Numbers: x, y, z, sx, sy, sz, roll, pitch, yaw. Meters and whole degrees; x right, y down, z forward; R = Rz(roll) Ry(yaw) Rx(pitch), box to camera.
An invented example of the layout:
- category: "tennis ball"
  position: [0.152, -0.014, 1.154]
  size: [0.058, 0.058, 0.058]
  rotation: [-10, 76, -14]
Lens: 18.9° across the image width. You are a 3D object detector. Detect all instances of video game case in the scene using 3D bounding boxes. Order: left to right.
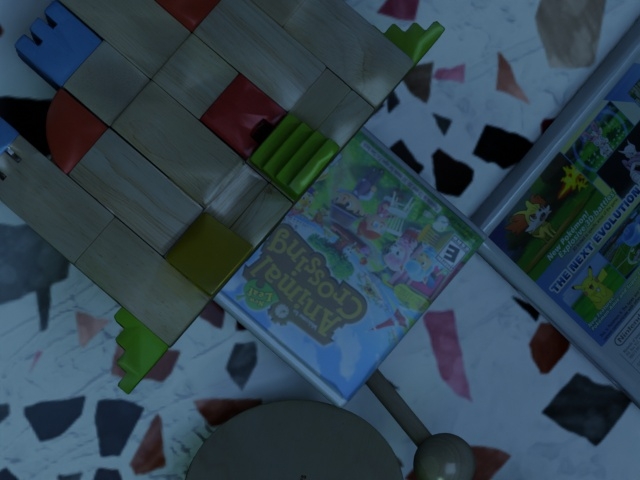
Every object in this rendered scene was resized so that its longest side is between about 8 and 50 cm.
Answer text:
- category: "video game case"
  position: [0.000, 0.000, 1.614]
  size: [0.212, 0.023, 0.193]
  rotation: [41, 84, -5]
- category: "video game case"
  position: [0.332, -0.033, 1.755]
  size: [0.300, 0.036, 0.329]
  rotation: [43, 84, -21]

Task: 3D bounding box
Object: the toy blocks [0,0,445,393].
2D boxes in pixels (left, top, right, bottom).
- category: "toy blocks"
  position: [-0.121, -0.109, 1.502]
  size: [0.261, 0.191, 0.381]
  rotation: [41, 84, 0]

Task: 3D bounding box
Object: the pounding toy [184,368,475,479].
- category: "pounding toy"
  position: [-0.002, 0.223, 1.628]
  size: [0.237, 0.183, 0.110]
  rotation: [-37, 150, -24]
